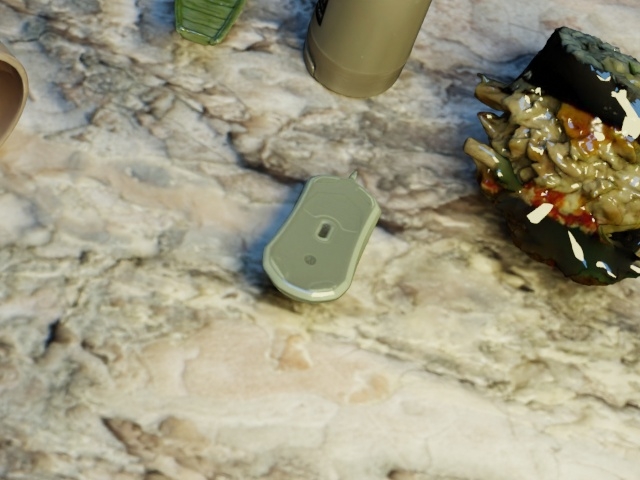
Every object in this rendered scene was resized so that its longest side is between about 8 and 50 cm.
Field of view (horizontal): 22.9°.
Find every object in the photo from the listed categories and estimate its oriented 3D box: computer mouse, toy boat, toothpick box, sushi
[{"bbox_3d":[0.000,0.000,1.521,0.089,0.056,0.182,26,49,0],"label":"computer mouse"},{"bbox_3d":[-0.103,-0.311,1.681,0.093,0.055,0.293,16,57,-5],"label":"toy boat"},{"bbox_3d":[0.054,-0.239,1.602,0.111,0.181,0.111,7,58,-11],"label":"toothpick box"},{"bbox_3d":[0.265,-0.080,1.566,0.238,0.219,0.225,33,15,22],"label":"sushi"}]

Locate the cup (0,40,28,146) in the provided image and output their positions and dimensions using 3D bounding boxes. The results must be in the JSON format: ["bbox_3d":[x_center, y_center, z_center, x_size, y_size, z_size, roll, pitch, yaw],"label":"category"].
[{"bbox_3d":[-0.425,-0.143,1.443,0.253,0.191,0.200,-44,71,3],"label":"cup"}]
